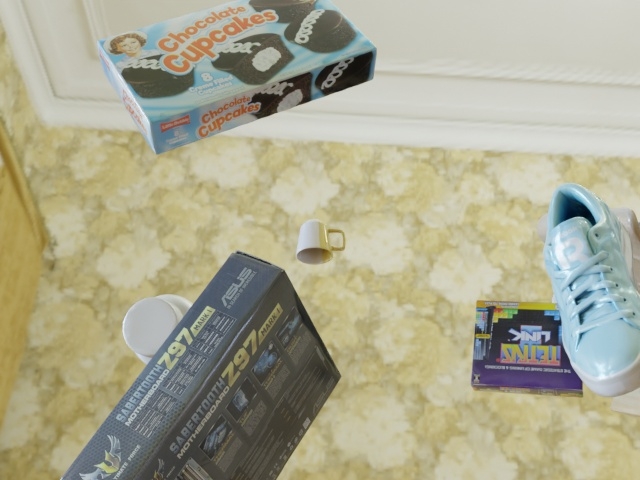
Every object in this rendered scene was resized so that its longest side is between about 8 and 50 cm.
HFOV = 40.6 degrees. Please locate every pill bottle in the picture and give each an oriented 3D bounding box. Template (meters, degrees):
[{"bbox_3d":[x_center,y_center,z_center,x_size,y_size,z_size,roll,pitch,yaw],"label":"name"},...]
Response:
[{"bbox_3d":[-0.226,0.148,1.355,0.118,0.117,0.208,-3,-13,12],"label":"pill bottle"}]

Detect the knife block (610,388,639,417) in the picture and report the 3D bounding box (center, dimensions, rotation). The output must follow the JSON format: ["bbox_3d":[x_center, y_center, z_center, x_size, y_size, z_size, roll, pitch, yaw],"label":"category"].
[{"bbox_3d":[0.486,0.201,1.123,0.276,0.088,0.242,12,-11,41],"label":"knife block"}]

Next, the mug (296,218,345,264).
[{"bbox_3d":[-0.004,0.001,1.468,0.078,0.064,0.062,14,-34,-24],"label":"mug"}]

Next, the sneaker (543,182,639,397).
[{"bbox_3d":[0.368,0.054,1.216,0.135,0.366,0.150,-34,-64,26],"label":"sneaker"}]

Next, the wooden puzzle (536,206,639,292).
[{"bbox_3d":[0.584,0.066,1.548,0.348,0.080,0.322,45,-10,-9],"label":"wooden puzzle"}]

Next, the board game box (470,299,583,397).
[{"bbox_3d":[0.327,0.169,1.362,0.170,0.141,0.048,0,-25,17],"label":"board game box"}]

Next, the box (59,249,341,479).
[{"bbox_3d":[-0.085,0.152,0.720,0.059,0.232,0.183,20,-27,31],"label":"box"}]

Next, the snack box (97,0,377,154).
[{"bbox_3d":[-0.110,-0.240,1.154,0.322,0.187,0.060,-23,-37,-20],"label":"snack box"}]

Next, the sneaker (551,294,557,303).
[{"bbox_3d":[0.584,0.190,1.852,0.115,0.232,0.090,19,-56,-44],"label":"sneaker"}]
